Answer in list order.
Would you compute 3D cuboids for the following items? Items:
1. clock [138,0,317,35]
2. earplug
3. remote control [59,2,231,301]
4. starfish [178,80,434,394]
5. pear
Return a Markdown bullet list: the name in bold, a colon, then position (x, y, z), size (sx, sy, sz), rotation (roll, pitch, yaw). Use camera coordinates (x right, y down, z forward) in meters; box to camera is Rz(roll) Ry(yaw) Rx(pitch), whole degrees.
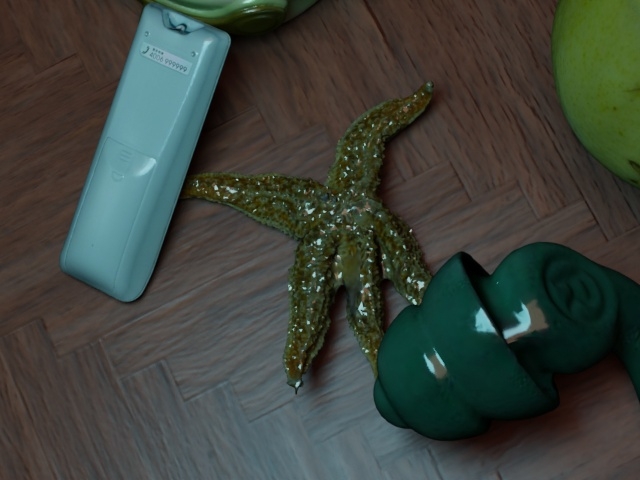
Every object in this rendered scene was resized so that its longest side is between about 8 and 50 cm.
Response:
- **clock**: position (-0.086, -0.350, 1.721), size (0.348, 0.117, 0.286), rotation (-40, 72, -1)
- **earplug**: position (0.189, 0.111, 1.526), size (0.280, 0.257, 0.164), rotation (-26, 41, 8)
- **remote control**: position (-0.183, -0.087, 1.657), size (0.103, 0.051, 0.293), rotation (25, 101, 21)
- **starfish**: position (0.013, 0.019, 1.622), size (0.301, 0.084, 0.293), rotation (-18, 71, 1)
- **pear**: position (0.361, -0.183, 1.508), size (0.309, 0.309, 0.309), rotation (-3, 75, 9)
